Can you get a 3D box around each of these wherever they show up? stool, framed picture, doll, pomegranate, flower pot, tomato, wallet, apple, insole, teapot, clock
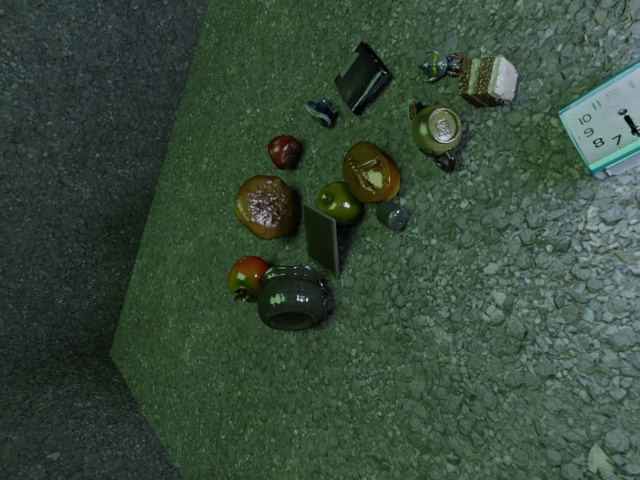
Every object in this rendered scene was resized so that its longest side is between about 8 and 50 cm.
[{"bbox_3d":[0.265,-0.096,1.656,0.110,0.096,0.096,38,109,46],"label":"stool"},{"bbox_3d":[0.000,0.000,1.845,0.213,0.016,0.290,33,139,44],"label":"framed picture"},{"bbox_3d":[0.435,-0.635,1.606,0.194,0.062,0.104,15,131,38],"label":"doll"},{"bbox_3d":[-0.339,0.195,2.093,0.220,0.221,0.257,-37,15,34],"label":"pomegranate"},{"bbox_3d":[-0.118,0.249,1.859,0.301,0.301,0.213,-33,48,36],"label":"flower pot"},{"bbox_3d":[-0.180,-0.430,2.111,0.167,0.167,0.168,-10,76,43],"label":"tomato"},{"bbox_3d":[0.171,-0.691,1.882,0.221,0.071,0.263,-50,49,33],"label":"wallet"},{"bbox_3d":[0.071,-0.147,1.813,0.196,0.156,0.197,-12,70,35],"label":"apple"},{"bbox_3d":[0.366,-0.449,1.679,0.065,0.006,0.194,-19,69,41],"label":"insole"},{"bbox_3d":[0.398,-0.363,1.545,0.182,0.172,0.270,167,81,-78],"label":"teapot"},{"bbox_3d":[0.805,-0.315,1.157,0.262,0.116,0.232,-33,56,35],"label":"clock"}]

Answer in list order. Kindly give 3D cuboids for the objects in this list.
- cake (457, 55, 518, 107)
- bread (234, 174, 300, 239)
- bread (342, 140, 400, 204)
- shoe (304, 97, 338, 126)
[{"bbox_3d":[0.541,-0.513,1.424,0.147,0.135,0.135,6,88,50],"label":"cake"},{"bbox_3d":[-0.250,-0.153,2.042,0.172,0.311,0.313,-20,68,60],"label":"bread"},{"bbox_3d":[0.193,-0.262,1.723,0.195,0.142,0.270,-43,53,30],"label":"bread"},{"bbox_3d":[0.004,-0.595,2.019,0.106,0.091,0.207,-48,45,0],"label":"shoe"}]
